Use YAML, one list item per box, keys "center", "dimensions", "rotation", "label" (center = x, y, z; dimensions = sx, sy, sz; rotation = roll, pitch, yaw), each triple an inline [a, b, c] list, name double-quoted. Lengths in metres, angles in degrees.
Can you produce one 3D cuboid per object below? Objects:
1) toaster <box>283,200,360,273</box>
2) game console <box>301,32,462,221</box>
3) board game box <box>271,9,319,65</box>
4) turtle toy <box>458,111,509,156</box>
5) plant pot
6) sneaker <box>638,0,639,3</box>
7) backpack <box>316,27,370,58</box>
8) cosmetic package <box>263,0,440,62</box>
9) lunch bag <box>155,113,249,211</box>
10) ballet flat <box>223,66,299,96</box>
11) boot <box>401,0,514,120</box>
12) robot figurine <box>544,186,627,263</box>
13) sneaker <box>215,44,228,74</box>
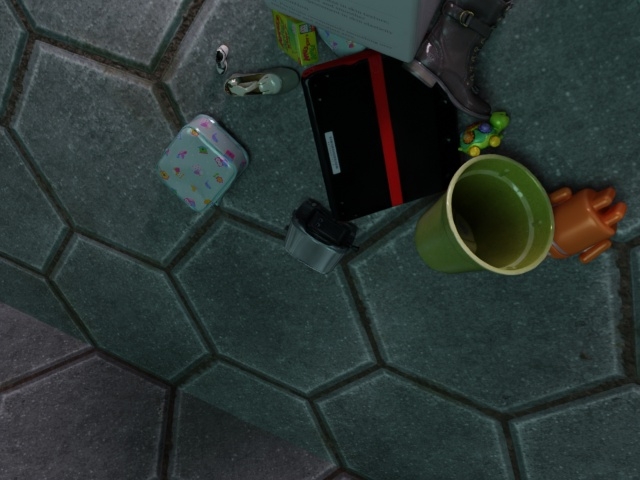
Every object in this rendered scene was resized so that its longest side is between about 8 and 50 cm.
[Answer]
- center: [0.000, 0.000, 1.655]
  dimensions: [0.227, 0.129, 0.146]
  rotation: [31, 138, 0]
  label: "toaster"
- center: [0.154, -0.249, 1.288]
  dimensions: [0.342, 0.060, 0.386]
  rotation: [-17, 122, -3]
  label: "game console"
- center: [-0.060, -0.472, 1.281]
  dimensions: [0.043, 0.181, 0.092]
  rotation: [-19, 127, -13]
  label: "board game box"
- center: [0.372, -0.243, 1.278]
  dimensions: [0.130, 0.095, 0.066]
  rotation: [-28, 100, 11]
  label: "turtle toy"
- center: [0.359, -0.031, 1.337]
  dimensions: [0.276, 0.276, 0.254]
  rotation: [40, 158, -6]
  label: "plant pot"
- center: [0.669, -0.467, 0.940]
  dimensions: [0.256, 0.094, 0.151]
  rotation: [-17, 123, 35]
  label: "sneaker"
- center: [0.066, -0.495, 1.209]
  dimensions: [0.188, 0.144, 0.166]
  rotation: [47, 139, -4]
  label: "backpack"
- center: [0.074, -0.559, 0.902]
  dimensions: [0.329, 0.327, 0.393]
  rotation: [26, 178, 8]
  label: "cosmetic package"
- center: [-0.353, -0.222, 1.680]
  dimensions: [0.224, 0.108, 0.279]
  rotation: [41, 135, -11]
  label: "lunch bag"
- center: [-0.158, -0.402, 1.455]
  dimensions: [0.213, 0.068, 0.072]
  rotation: [3, 127, 26]
  label: "ballet flat"
- center: [0.317, -0.395, 1.155]
  dimensions: [0.263, 0.091, 0.229]
  rotation: [27, 109, -26]
  label: "boot"
- center: [0.590, -0.035, 1.299]
  dimensions: [0.158, 0.128, 0.219]
  rotation: [26, 139, -27]
  label: "robot figurine"
- center: [-0.266, -0.474, 1.478]
  dimensions: [0.032, 0.037, 0.083]
  rotation: [22, 135, 9]
  label: "sneaker"
